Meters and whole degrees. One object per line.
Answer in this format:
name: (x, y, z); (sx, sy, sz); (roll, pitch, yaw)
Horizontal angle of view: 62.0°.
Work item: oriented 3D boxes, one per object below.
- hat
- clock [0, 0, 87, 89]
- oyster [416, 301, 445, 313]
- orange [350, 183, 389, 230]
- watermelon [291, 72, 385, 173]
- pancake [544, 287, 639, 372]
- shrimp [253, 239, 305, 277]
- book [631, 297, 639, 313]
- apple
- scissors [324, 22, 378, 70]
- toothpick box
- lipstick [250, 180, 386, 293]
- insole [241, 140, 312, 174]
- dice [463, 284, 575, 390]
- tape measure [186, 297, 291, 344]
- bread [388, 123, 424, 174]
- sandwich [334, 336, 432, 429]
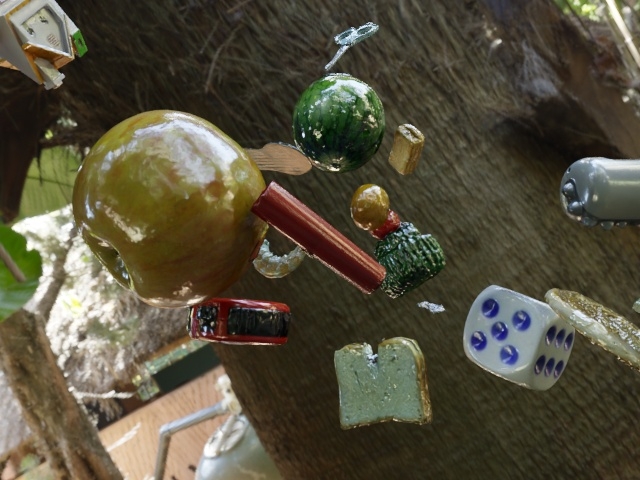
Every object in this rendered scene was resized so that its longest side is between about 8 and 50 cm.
hat: (0.294, 0.028, 2.017); (0.274, 0.332, 0.242); (-36, -13, 20)
clock: (-0.764, -0.550, 1.363); (0.166, 0.309, 0.235); (-9, 43, 34)
oyster: (0.331, 0.196, 1.584); (0.083, 0.019, 0.054); (19, 18, 27)
orange: (0.169, -0.109, 1.769); (0.124, 0.156, 0.156); (3, 12, 27)
watermelon: (0.066, -0.409, 1.885); (0.363, 0.363, 0.363); (-27, -3, -2)
pancake: (0.719, 0.232, 1.300); (0.065, 0.356, 0.356); (-58, -15, 21)
shrimp: (-0.151, 0.049, 1.980); (0.287, 0.185, 0.068); (-13, -25, 24)
book: (0.843, 0.152, 1.176); (0.264, 0.202, 0.027); (-18, -51, -38)
apple: (-0.302, -0.053, 1.068); (0.400, 0.400, 0.333); (-30, 17, 40)
scissors: (0.093, -0.753, 2.068); (0.191, 0.029, 0.360); (1, 42, 33)
toothpick box: (0.878, -0.138, 1.609); (0.316, 0.229, 0.229); (-2, -8, -10)
lipstick: (0.001, 0.000, 0.990); (0.073, 0.279, 0.073); (-50, 12, 15)
insole: (-0.130, -0.212, 1.384); (0.348, 0.119, 0.009); (13, 62, 52)
dice: (0.733, 0.358, 1.982); (0.277, 0.304, 0.304); (21, 1, -39)
tape measure: (-0.204, 0.207, 1.343); (0.253, 0.114, 0.260); (7, -9, -20)
bread: (0.327, -0.345, 2.030); (0.083, 0.114, 0.211); (-37, -20, -23)
sandwich: (0.181, 0.414, 1.558); (0.273, 0.249, 0.095); (-13, -16, 25)
